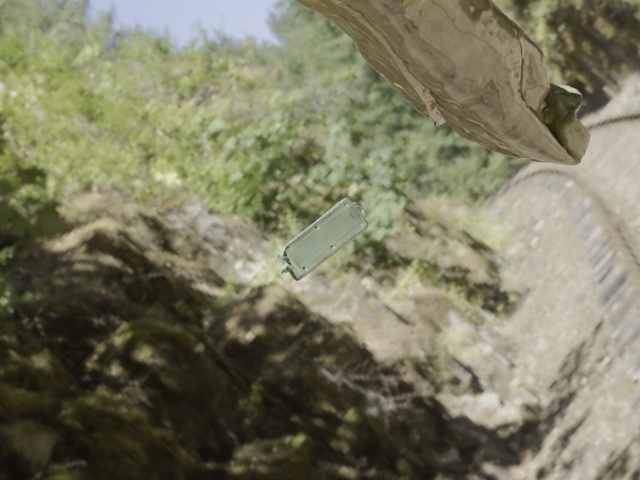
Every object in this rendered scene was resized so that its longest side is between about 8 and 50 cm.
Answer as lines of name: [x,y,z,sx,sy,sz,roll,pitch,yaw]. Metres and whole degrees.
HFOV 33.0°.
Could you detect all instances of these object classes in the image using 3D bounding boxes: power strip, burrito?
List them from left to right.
power strip: [0.000,0.000,0.759,0.083,0.027,0.017,-37,-4,-32]
burrito: [0.021,-0.105,0.421,0.275,0.082,0.059,34,-86,-42]
